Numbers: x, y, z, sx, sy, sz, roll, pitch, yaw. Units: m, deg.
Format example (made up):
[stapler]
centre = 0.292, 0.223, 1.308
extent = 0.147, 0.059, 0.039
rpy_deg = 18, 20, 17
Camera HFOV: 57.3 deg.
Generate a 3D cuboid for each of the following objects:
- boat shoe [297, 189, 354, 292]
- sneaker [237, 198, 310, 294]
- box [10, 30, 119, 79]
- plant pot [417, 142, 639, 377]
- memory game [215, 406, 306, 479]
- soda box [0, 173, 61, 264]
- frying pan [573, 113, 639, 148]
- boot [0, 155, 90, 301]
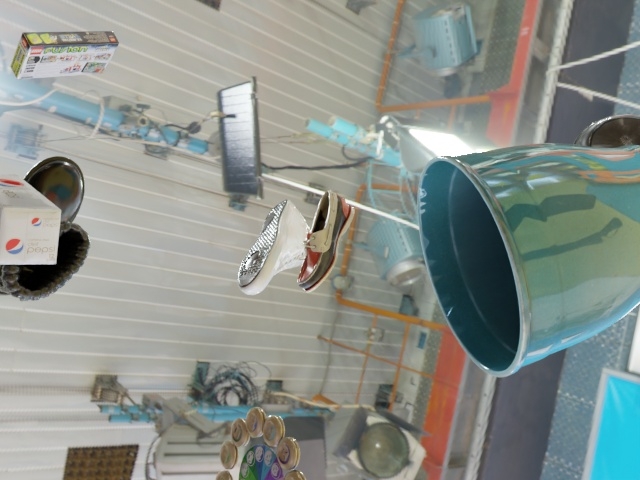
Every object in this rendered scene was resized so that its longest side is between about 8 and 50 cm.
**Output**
[boat shoe]
centre = 0.000, 0.000, 0.729
extent = 0.043, 0.049, 0.137
rpy_deg = 41, -120, -29
[sneaker]
centre = -0.078, 0.031, 1.245
extent = 0.123, 0.106, 0.290
rpy_deg = 48, -145, -19
[box]
centre = -0.562, -0.411, 1.296
extent = 0.207, 0.114, 0.036
rpy_deg = -23, -100, -47
[plant pot]
centre = 0.290, 0.000, 0.723
extent = 0.255, 0.271, 0.271
rpy_deg = -15, -73, -9
[memory game]
centre = -0.078, 0.300, 0.710
extent = 0.012, 0.186, 0.186
rpy_deg = 13, -92, -39
[soda box]
centre = -0.413, -0.034, 0.776
extent = 0.069, 0.216, 0.074
rpy_deg = 1, -74, -41
[frying pan]
centre = 0.678, -0.179, 1.167
extent = 0.053, 0.326, 0.197
rpy_deg = 57, -139, -56
[boot]
centre = -0.548, -0.034, 1.187
extent = 0.131, 0.260, 0.348
rpy_deg = 32, -116, -34
